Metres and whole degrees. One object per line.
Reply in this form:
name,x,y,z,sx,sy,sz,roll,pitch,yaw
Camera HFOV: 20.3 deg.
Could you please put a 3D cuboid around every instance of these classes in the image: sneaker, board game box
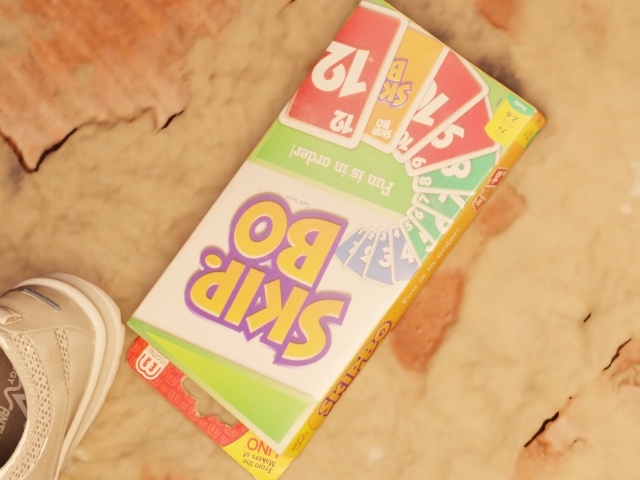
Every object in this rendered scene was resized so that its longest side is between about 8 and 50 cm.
sneaker,-0.207,0.149,1.001,0.105,0.115,0.281,19,97,21
board game box,0.000,0.000,1.006,0.124,0.039,0.259,38,98,21
